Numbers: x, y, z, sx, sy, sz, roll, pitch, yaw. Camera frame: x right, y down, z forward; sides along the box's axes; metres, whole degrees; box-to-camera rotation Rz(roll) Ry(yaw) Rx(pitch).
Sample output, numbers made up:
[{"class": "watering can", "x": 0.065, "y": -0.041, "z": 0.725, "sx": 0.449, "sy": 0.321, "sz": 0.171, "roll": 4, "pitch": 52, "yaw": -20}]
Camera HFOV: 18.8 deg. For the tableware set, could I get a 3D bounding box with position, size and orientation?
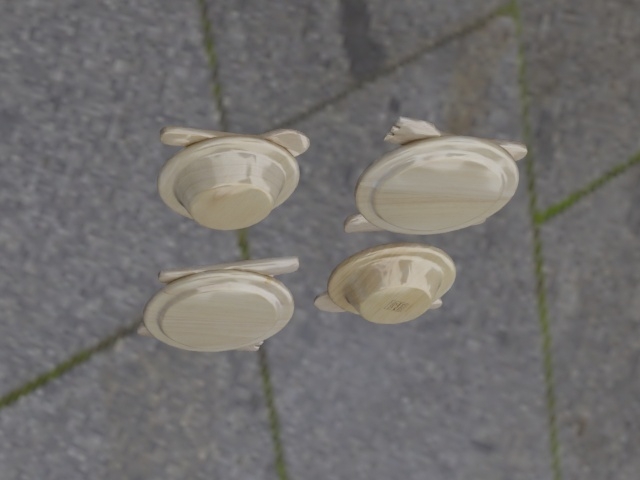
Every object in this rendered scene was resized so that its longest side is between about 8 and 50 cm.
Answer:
[{"class": "tableware set", "x": 0.000, "y": 0.000, "z": 0.782, "sx": 0.141, "sy": 0.020, "sz": 0.169, "roll": -1, "pitch": 147, "yaw": -12}]
